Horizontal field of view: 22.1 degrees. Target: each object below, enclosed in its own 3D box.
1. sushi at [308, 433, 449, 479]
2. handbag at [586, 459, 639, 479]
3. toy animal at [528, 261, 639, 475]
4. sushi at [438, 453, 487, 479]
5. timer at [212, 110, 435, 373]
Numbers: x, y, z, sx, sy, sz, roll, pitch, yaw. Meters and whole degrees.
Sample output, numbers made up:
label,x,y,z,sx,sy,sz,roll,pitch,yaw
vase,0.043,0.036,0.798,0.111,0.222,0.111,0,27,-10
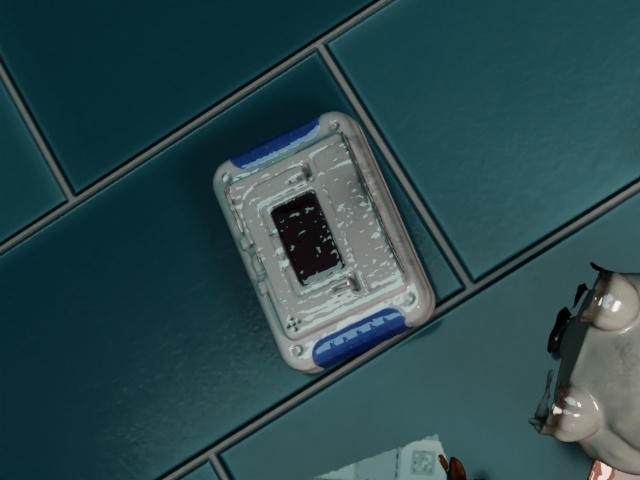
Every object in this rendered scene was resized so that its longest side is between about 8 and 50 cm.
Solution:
label,x,y,z,sx,sy,sz,roll,pitch,yaw
sushi,0.028,0.363,1.693,0.290,0.050,0.264,-23,74,9
handbag,0.358,0.303,1.620,0.213,0.059,0.157,15,82,15
toy animal,0.393,0.154,1.565,0.357,0.258,0.193,19,110,3
sushi,0.181,0.369,1.567,0.196,0.182,0.343,-31,90,48
timer,0.000,0.000,1.759,0.178,0.078,0.253,-26,74,8
